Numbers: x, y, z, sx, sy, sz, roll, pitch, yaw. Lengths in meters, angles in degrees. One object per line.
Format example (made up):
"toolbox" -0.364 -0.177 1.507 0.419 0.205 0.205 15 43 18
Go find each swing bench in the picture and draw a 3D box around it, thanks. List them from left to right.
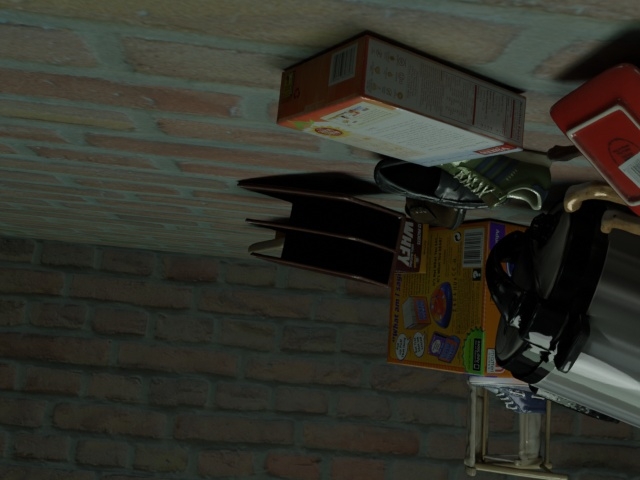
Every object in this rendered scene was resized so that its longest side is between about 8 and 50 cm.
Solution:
"swing bench" 0.497 0.473 1.817 0.254 0.253 0.165 4 174 4

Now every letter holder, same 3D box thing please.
"letter holder" -0.021 -0.017 1.397 0.301 0.152 0.214 10 175 41

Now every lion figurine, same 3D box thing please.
"lion figurine" 0.447 -0.059 0.848 0.240 0.142 0.392 14 -174 39

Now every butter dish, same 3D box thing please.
"butter dish" 0.332 -0.115 0.675 0.160 0.118 0.160 49 170 0

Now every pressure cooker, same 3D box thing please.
"pressure cooker" 0.503 0.116 1.274 0.420 0.376 0.370 21 162 4

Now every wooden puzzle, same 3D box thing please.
"wooden puzzle" 0.000 0.000 2.020 0.347 0.081 0.322 3 175 -24

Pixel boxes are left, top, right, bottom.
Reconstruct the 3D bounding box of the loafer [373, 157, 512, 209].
"loafer" 0.193 -0.090 1.089 0.223 0.076 0.078 8 -179 8

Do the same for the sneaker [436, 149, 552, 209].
"sneaker" 0.245 -0.090 1.012 0.192 0.086 0.064 6 173 -8

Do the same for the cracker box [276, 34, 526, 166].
"cracker box" 0.090 -0.143 0.771 0.232 0.067 0.155 11 172 -34

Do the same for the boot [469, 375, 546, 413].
"boot" 0.455 0.373 1.692 0.190 0.086 0.069 3 174 7

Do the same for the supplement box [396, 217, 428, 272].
"supplement box" 0.132 0.010 1.742 0.194 0.129 0.191 10 171 -35

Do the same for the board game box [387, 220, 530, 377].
"board game box" 0.426 0.159 1.806 0.356 0.357 0.356 8 173 -32

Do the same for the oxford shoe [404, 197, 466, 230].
"oxford shoe" 0.209 -0.062 1.295 0.096 0.083 0.227 8 172 -9
